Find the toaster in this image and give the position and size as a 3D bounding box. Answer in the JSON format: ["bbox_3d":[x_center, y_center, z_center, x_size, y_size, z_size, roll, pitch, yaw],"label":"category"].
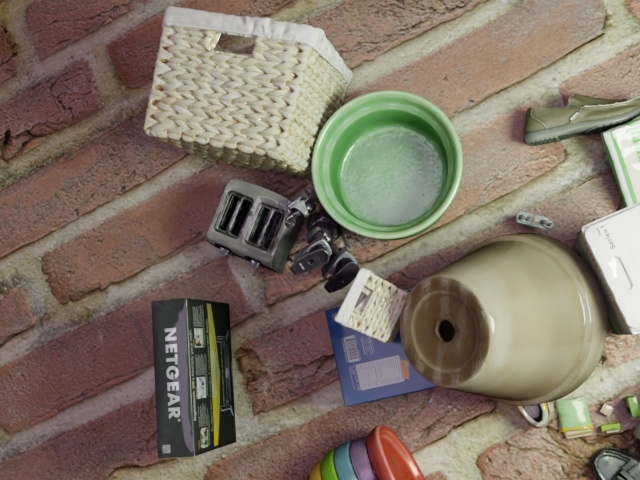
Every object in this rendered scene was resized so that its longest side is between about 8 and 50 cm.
[{"bbox_3d":[-0.133,-0.037,1.758,0.168,0.110,0.186,22,89,15],"label":"toaster"}]

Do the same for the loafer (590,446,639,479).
[{"bbox_3d":[0.627,0.488,1.514,0.267,0.084,0.096,40,94,15],"label":"loafer"}]

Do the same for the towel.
[{"bbox_3d":[0.728,-0.161,1.555,0.324,0.038,0.248,-21,103,9],"label":"towel"}]

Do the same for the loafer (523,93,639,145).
[{"bbox_3d":[0.528,-0.257,1.628,0.251,0.094,0.088,-11,85,13],"label":"loafer"}]

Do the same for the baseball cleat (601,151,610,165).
[{"bbox_3d":[0.665,-0.195,1.600,0.206,0.072,0.109,-40,90,15],"label":"baseball cleat"}]

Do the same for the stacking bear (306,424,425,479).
[{"bbox_3d":[0.040,0.506,1.628,0.289,0.175,0.164,-34,78,15],"label":"stacking bear"}]

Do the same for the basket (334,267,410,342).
[{"bbox_3d":[0.105,0.126,1.509,0.103,0.167,0.113,27,88,12],"label":"basket"}]

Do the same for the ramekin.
[{"bbox_3d":[0.143,-0.143,1.677,0.303,0.148,0.304,-2,82,12],"label":"ramekin"}]

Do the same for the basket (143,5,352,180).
[{"bbox_3d":[-0.143,-0.294,1.681,0.328,0.331,0.267,12,88,15],"label":"basket"}]

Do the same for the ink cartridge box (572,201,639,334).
[{"bbox_3d":[0.561,0.060,1.484,0.117,0.278,0.202,-25,78,10],"label":"ink cartridge box"}]

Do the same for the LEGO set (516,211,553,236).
[{"bbox_3d":[0.412,0.092,1.631,0.132,0.107,0.287,29,96,50],"label":"LEGO set"}]

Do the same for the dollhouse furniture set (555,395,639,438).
[{"bbox_3d":[0.534,0.336,1.570,0.151,0.058,0.076,-13,80,12],"label":"dollhouse furniture set"}]

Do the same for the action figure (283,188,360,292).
[{"bbox_3d":[0.000,0.000,1.648,0.099,0.285,0.185,-41,108,13],"label":"action figure"}]

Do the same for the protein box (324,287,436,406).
[{"bbox_3d":[0.138,0.215,1.644,0.201,0.136,0.200,-15,79,12],"label":"protein box"}]

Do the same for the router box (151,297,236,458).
[{"bbox_3d":[-0.257,0.279,1.680,0.080,0.243,0.309,-6,81,13],"label":"router box"}]

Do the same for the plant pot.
[{"bbox_3d":[0.296,0.150,1.445,0.323,0.280,0.323,2,93,44],"label":"plant pot"}]

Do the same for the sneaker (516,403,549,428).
[{"bbox_3d":[0.396,0.280,1.598,0.069,0.084,0.186,-32,77,8],"label":"sneaker"}]

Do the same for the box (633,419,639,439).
[{"bbox_3d":[0.666,0.314,1.503,0.091,0.130,0.171,29,91,16],"label":"box"}]
